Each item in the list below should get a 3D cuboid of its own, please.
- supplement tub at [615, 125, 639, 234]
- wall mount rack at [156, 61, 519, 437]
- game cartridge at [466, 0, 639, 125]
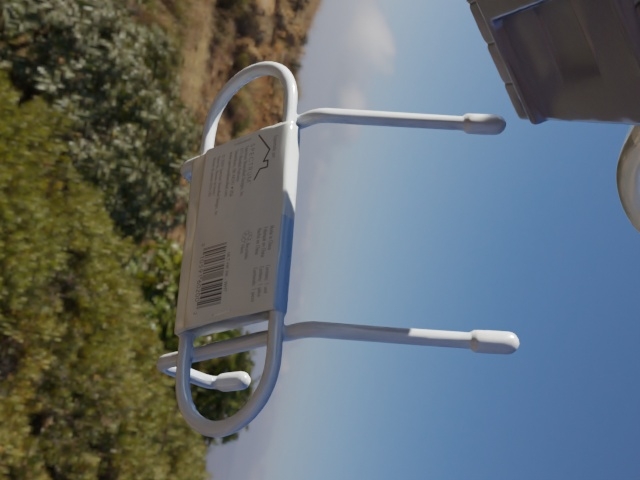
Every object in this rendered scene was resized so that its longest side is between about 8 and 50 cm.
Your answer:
[{"bbox_3d":[0.469,-0.143,0.949,0.338,0.207,0.207,-55,164,-45],"label":"supplement tub"},{"bbox_3d":[0.000,0.000,0.714,0.130,0.304,0.350,32,52,-46],"label":"wall mount rack"},{"bbox_3d":[0.149,-0.182,0.525,0.230,0.068,0.355,59,2,-9],"label":"game cartridge"}]
